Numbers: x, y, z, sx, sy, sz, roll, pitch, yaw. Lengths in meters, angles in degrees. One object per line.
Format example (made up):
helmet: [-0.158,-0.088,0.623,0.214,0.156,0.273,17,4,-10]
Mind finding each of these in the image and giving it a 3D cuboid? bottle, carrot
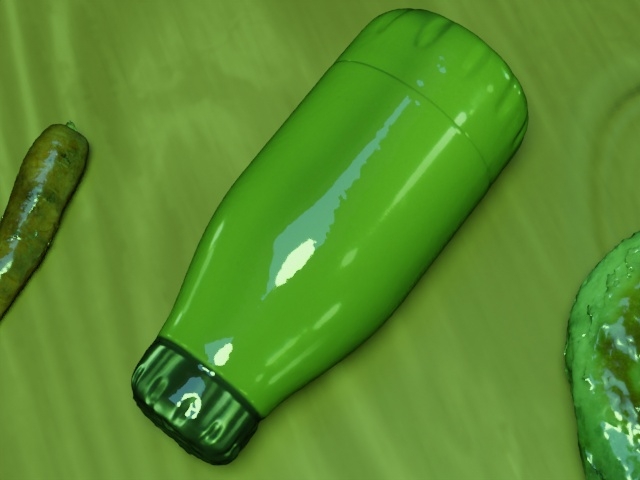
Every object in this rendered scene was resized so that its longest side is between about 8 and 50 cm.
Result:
bottle: [0.000,0.000,0.780,0.112,0.112,0.260,33,74,20]
carrot: [-0.177,0.004,0.847,0.036,0.035,0.165,16,71,14]

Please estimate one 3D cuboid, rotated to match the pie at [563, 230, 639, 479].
pie: [0.240,0.075,0.747,0.241,0.054,0.240,-3,66,7]
